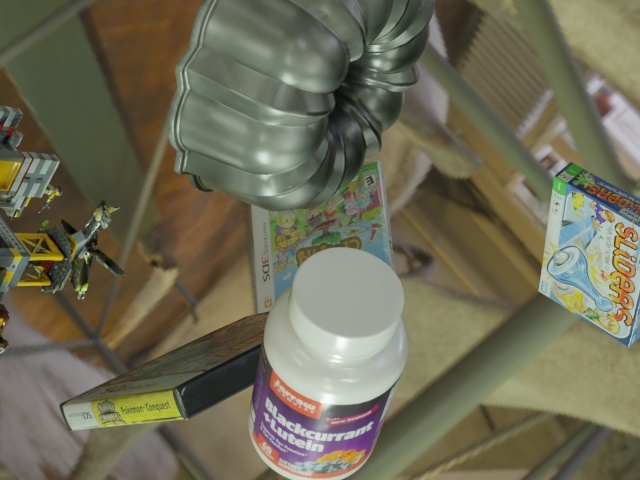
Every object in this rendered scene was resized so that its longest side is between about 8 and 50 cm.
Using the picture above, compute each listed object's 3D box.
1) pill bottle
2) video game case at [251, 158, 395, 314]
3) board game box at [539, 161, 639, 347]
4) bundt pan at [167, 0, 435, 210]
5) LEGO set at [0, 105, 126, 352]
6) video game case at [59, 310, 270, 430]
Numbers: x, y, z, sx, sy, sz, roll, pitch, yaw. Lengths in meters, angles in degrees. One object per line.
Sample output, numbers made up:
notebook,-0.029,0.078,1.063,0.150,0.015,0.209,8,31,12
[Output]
pill bottle,0.006,0.095,0.850,0.108,0.108,0.193,-34,154,-31
video game case,0.000,0.000,1.597,0.213,0.193,0.023,-16,155,23
board game box,0.326,0.019,1.303,0.035,0.136,0.201,-38,144,-27
bundt pan,0.001,-0.166,1.102,0.331,0.124,0.330,-48,158,-27
LEGO set,-0.337,0.009,1.104,0.192,0.331,0.254,2,120,-49
video game case,-0.104,0.125,1.187,0.275,0.035,0.248,-24,-175,-39
